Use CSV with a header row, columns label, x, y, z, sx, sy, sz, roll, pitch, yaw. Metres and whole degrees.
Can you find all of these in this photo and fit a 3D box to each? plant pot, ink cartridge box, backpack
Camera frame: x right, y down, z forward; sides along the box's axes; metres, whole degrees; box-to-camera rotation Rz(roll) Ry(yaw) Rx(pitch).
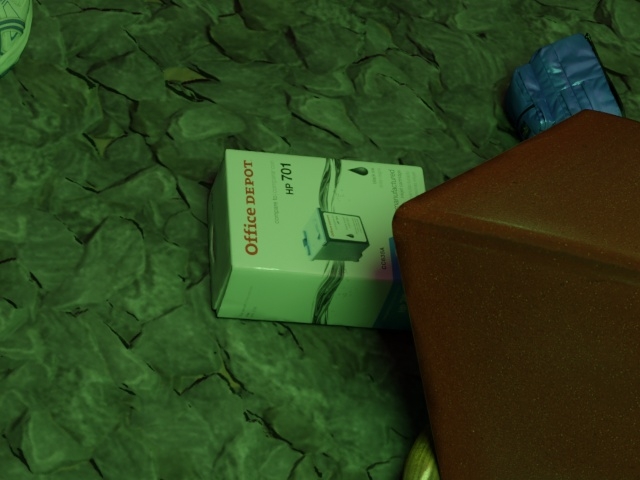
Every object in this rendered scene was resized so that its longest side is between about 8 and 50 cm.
label,x,y,z,sx,sy,sz,roll,pitch,yaw
plant pot,0.250,0.065,1.264,0.267,0.267,0.235,-27,25,-37
ink cartridge box,0.000,0.000,1.441,0.190,0.082,0.140,5,53,-15
backpack,0.250,-0.129,1.614,0.101,0.098,0.120,-24,71,-8

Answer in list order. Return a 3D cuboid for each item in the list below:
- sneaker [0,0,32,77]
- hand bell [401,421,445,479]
label,x,y,z,sx,sy,sz,roll,pitch,yaw
sneaker,-0.340,-0.199,1.454,0.112,0.131,0.296,20,49,0
hand bell,0.121,0.132,1.363,0.126,0.126,0.242,26,56,3
